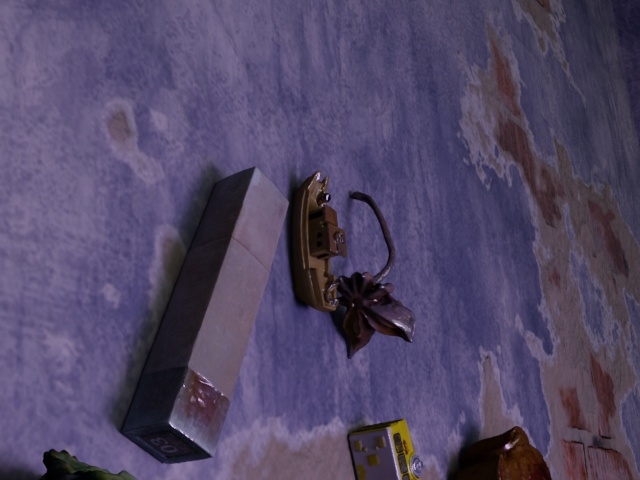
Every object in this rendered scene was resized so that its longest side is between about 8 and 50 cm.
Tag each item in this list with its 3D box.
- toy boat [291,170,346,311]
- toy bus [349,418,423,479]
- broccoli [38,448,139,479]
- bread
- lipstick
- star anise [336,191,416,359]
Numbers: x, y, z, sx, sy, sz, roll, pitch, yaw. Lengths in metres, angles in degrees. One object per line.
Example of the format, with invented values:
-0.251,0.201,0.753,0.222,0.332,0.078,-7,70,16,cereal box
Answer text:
0.000,0.000,1.261,0.064,0.072,0.206,25,57,-52,toy boat
0.109,0.369,1.249,0.074,0.081,0.226,2,75,-57,toy bus
-0.155,0.310,0.774,0.273,0.242,0.180,37,69,-34,broccoli
0.326,0.444,1.489,0.232,0.135,0.246,-33,103,-57,bread
-0.123,0.074,1.040,0.080,0.076,0.371,47,41,-32,lipstick
0.085,0.045,1.341,0.218,0.148,0.227,31,47,14,star anise
